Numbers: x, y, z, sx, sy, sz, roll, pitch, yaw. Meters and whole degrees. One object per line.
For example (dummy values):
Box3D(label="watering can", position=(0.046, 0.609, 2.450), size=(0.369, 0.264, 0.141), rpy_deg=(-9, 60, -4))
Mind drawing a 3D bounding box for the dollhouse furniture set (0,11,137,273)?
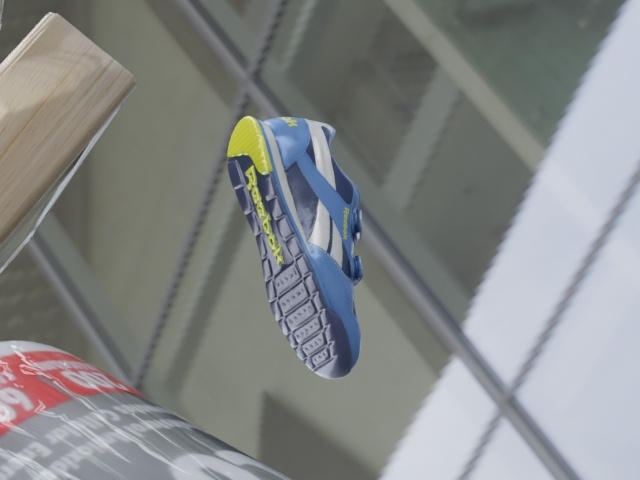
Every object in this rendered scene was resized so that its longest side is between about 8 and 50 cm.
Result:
Box3D(label="dollhouse furniture set", position=(-0.347, -0.112, 1.205), size=(0.362, 0.394, 0.256), rpy_deg=(-53, 5, -30))

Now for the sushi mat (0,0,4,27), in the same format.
Box3D(label="sushi mat", position=(-0.166, -0.034, 0.883), size=(0.151, 0.019, 0.317), rpy_deg=(-77, -5, -88))

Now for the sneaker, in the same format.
Box3D(label="sneaker", position=(0.000, 0.000, 1.029), size=(0.059, 0.144, 0.053), rpy_deg=(-11, -9, -33))

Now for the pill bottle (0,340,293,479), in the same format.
Box3D(label="pill bottle", position=(-0.018, 0.154, 0.566), size=(0.161, 0.283, 0.161), rpy_deg=(-36, -41, -39))
